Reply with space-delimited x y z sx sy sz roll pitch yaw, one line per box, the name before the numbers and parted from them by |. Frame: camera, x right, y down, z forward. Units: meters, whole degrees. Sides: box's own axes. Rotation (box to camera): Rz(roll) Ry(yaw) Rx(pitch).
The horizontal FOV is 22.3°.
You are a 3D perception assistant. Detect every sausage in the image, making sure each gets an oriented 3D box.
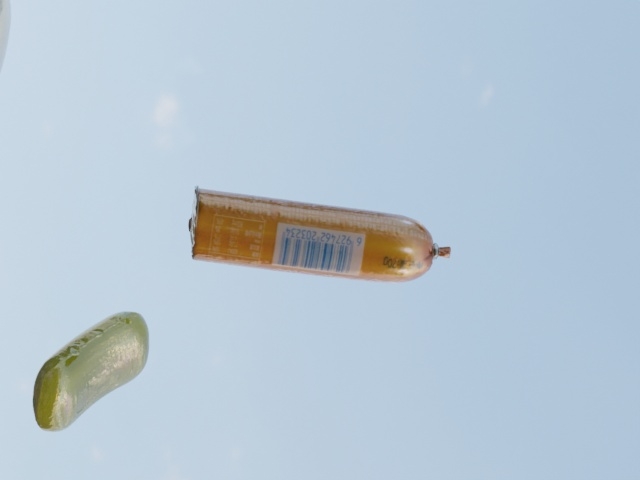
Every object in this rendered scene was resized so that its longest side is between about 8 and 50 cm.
sausage | 0.000 0.000 0.660 0.031 0.107 0.031 -172 -90 -84

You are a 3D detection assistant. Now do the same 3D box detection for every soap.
soap | -0.213 0.120 1.505 0.045 0.140 0.089 31 -41 28

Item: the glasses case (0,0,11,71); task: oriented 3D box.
glasses case | -0.247 -0.108 1.099 0.204 0.051 0.081 139 -33 -61
